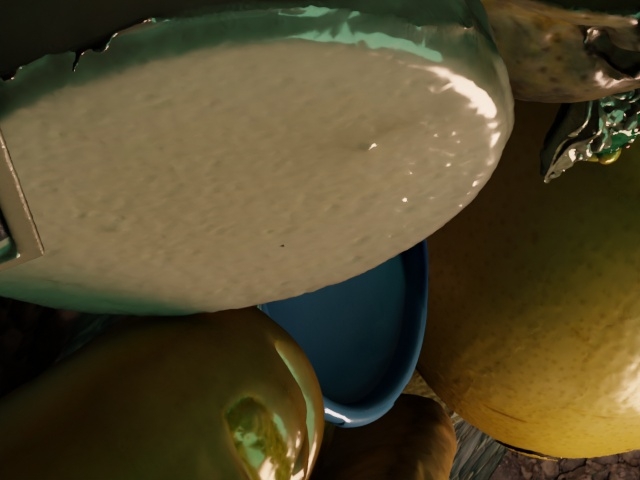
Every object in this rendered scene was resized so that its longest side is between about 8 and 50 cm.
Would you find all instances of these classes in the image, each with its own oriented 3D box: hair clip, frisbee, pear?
[{"bbox_3d":[0.223,-0.182,1.123,0.138,0.091,0.321,120,-14,-65],"label":"hair clip"},{"bbox_3d":[0.000,0.000,1.074,0.242,0.045,0.242,19,67,-58],"label":"frisbee"},{"bbox_3d":[0.206,0.008,1.345,0.348,0.348,0.348,-47,163,-20],"label":"pear"}]

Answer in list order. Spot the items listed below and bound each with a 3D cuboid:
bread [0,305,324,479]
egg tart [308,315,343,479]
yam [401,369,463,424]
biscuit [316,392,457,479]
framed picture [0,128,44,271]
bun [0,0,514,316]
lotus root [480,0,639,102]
[{"bbox_3d":[-0.126,0.155,0.900,0.333,0.160,0.333,-36,179,-1],"label":"bread"},{"bbox_3d":[-0.038,0.102,1.156,0.241,0.106,0.241,12,90,-81],"label":"egg tart"},{"bbox_3d":[0.128,0.112,1.689,0.154,0.154,0.254,-59,164,20],"label":"yam"},{"bbox_3d":[-0.073,0.274,1.300,0.429,0.104,0.446,-38,-178,16],"label":"biscuit"},{"bbox_3d":[-0.207,0.006,0.605,0.203,0.015,0.150,-21,157,-10],"label":"framed picture"},{"bbox_3d":[-0.055,-0.091,0.735,0.263,0.175,0.263,-8,154,-4],"label":"bun"},{"bbox_3d":[0.133,-0.180,0.877,0.267,0.260,0.149,-46,163,-23],"label":"lotus root"}]
